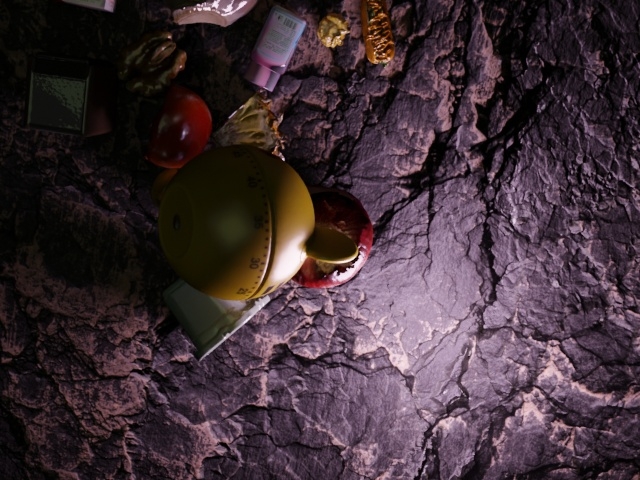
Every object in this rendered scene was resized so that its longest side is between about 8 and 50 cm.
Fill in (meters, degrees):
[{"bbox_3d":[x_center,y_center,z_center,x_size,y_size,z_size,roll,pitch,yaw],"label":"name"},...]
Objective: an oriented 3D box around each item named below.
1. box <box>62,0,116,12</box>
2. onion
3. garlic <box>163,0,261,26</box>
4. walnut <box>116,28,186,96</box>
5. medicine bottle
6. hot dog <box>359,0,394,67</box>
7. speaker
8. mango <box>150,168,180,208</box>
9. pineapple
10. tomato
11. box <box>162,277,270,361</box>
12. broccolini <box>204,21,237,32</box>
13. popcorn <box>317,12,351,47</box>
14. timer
[{"bbox_3d":[-0.576,-0.584,1.774,0.152,0.100,0.048,12,98,-3],"label":"box"},{"bbox_3d":[0.000,0.000,1.868,0.272,0.195,0.272,-3,64,6],"label":"onion"},{"bbox_3d":[-0.258,-0.625,1.728,0.238,0.210,0.291,-1,78,21],"label":"garlic"},{"bbox_3d":[-0.414,-0.433,1.822,0.170,0.069,0.143,-35,98,5],"label":"walnut"},{"bbox_3d":[-0.113,-0.463,1.793,0.094,0.119,0.188,25,99,-9],"label":"medicine bottle"},{"bbox_3d":[0.139,-0.518,1.818,0.072,0.055,0.188,-12,100,0],"label":"hot dog"},{"bbox_3d":[-0.586,-0.341,1.756,0.153,0.231,0.192,9,101,-3],"label":"speaker"},{"bbox_3d":[-0.330,-0.124,1.872,0.195,0.098,0.137,-12,97,-3],"label":"mango"},{"bbox_3d":[-0.179,-0.257,1.852,0.186,0.114,0.236,-2,92,0],"label":"pineapple"},{"bbox_3d":[-0.336,-0.266,1.782,0.140,0.233,0.200,19,97,-18],"label":"tomato"},{"bbox_3d":[-0.263,0.149,1.828,0.175,0.312,0.182,-39,91,7],"label":"box"},{"bbox_3d":[-0.390,-0.584,1.787,0.392,0.074,0.078,12,94,-5],"label":"broccolini"},{"bbox_3d":[0.033,-0.517,1.817,0.083,0.057,0.082,1,95,2],"label":"popcorn"},{"bbox_3d":[-0.145,-0.035,1.626,0.387,0.376,0.376,-2,104,-35],"label":"timer"}]
